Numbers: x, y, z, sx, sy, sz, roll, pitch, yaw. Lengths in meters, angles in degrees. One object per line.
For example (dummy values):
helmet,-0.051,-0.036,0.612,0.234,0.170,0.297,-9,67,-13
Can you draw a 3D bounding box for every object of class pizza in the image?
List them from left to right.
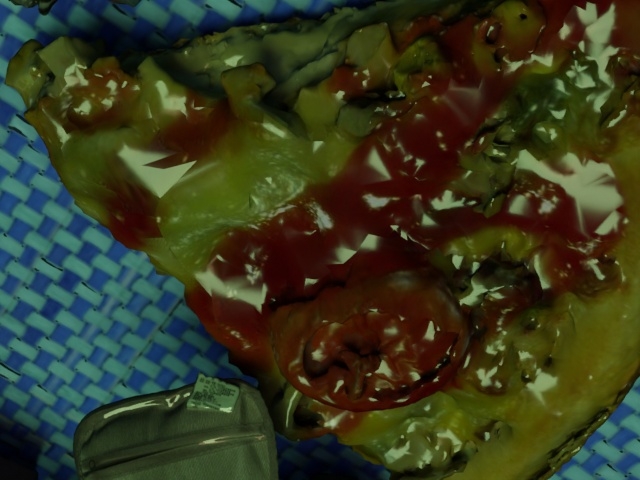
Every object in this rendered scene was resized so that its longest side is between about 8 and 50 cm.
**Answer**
pizza,0.000,0.000,0.867,0.406,0.130,0.440,17,128,0

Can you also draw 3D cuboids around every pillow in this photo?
pillow,-0.070,0.198,0.880,0.130,0.038,0.233,-17,78,9

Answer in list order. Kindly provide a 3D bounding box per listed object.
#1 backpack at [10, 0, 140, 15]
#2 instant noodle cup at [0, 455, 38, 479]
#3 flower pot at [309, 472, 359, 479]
backpack,-0.200,-0.237,0.620,0.283,0.197,0.317,20,166,13
instant noodle cup,-0.314,0.223,1.065,0.178,0.235,0.235,18,128,-11
flower pot,-0.077,0.309,1.016,0.282,0.299,0.299,-12,121,19
